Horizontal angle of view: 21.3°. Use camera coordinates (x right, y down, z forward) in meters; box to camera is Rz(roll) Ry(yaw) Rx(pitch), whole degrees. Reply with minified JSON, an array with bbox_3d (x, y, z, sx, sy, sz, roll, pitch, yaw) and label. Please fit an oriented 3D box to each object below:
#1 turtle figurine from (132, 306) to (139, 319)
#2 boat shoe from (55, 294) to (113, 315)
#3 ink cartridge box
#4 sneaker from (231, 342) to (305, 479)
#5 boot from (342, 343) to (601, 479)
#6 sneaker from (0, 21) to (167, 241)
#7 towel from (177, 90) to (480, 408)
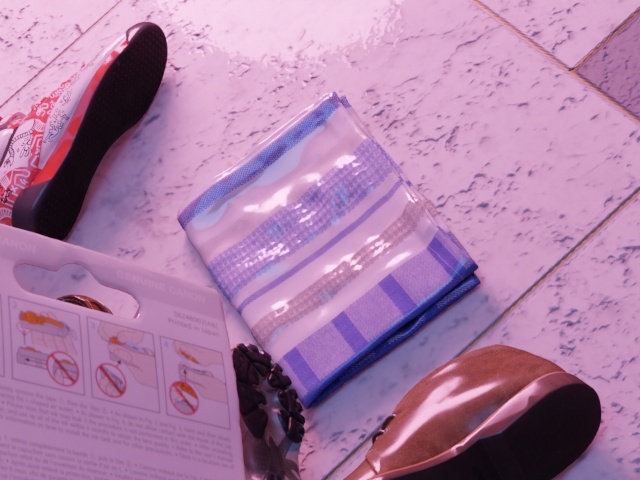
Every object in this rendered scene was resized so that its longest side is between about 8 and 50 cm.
[{"bbox_3d":[-0.181,0.191,1.441,0.274,0.198,0.266,-13,71,-33],"label":"turtle figurine"},{"bbox_3d":[-0.279,0.173,1.568,0.110,0.104,0.307,5,62,29],"label":"boat shoe"},{"bbox_3d":[-0.198,0.184,1.291,0.091,0.308,0.385,-36,50,37],"label":"ink cartridge box"},{"bbox_3d":[-0.064,0.235,1.443,0.122,0.110,0.283,-35,49,31],"label":"sneaker"},{"bbox_3d":[0.075,0.190,1.381,0.305,0.112,0.115,-31,36,-15],"label":"boot"},{"bbox_3d":[-0.279,-0.129,1.776,0.145,0.090,0.270,18,71,31],"label":"sneaker"},{"bbox_3d":[0.000,0.000,1.593,0.209,0.034,0.285,-37,51,1],"label":"towel"}]
